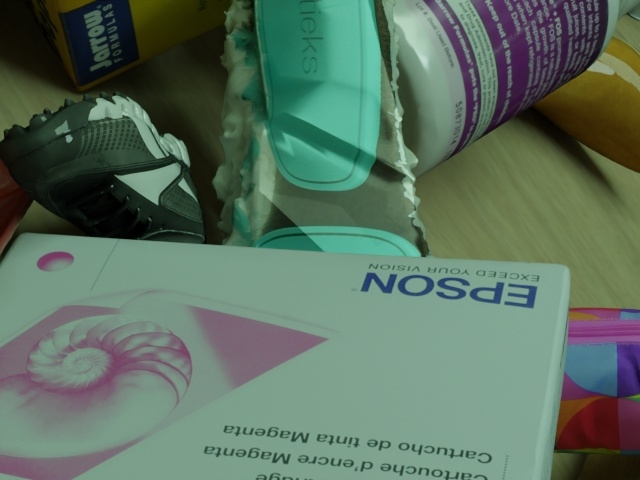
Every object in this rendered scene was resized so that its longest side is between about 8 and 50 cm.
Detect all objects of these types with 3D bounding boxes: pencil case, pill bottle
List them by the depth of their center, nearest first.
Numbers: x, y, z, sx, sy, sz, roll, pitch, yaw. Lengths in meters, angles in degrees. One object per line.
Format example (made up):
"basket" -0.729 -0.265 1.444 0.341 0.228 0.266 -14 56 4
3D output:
"pencil case" 0.160 0.090 1.276 0.236 0.104 0.104 0 35 9
"pill bottle" 0.118 -0.174 1.490 0.301 0.169 0.169 -32 76 -34

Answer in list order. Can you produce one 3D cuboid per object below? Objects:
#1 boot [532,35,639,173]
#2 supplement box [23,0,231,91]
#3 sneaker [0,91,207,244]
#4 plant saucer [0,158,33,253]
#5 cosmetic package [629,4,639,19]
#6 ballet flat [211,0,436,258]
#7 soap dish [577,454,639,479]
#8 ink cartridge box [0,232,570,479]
"boot" 0.156 -0.139 1.652 0.295 0.104 0.211 46 37 14
"supplement box" -0.059 -0.291 1.323 0.356 0.194 0.195 -27 67 -11
"sneaker" -0.116 -0.021 1.177 0.106 0.078 0.234 66 9 12
"plant saucer" -0.304 -0.031 1.068 0.259 0.048 0.258 35 33 -10
"cosmetic package" 0.376 -0.334 1.972 0.127 0.238 0.107 15 45 -41
"ballet flat" 0.000 0.000 1.254 0.147 0.147 0.409 19 60 -33
"soap dish" 0.294 0.198 1.378 0.229 0.118 0.291 41 31 -2
"ink cartridge box" -0.048 0.114 0.990 0.324 0.071 0.330 4 32 10
